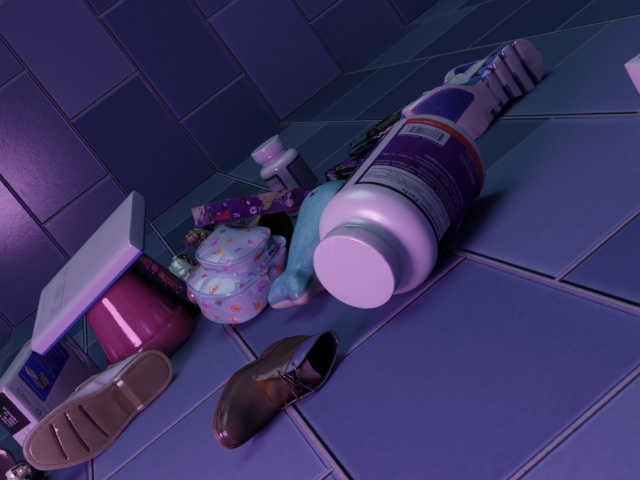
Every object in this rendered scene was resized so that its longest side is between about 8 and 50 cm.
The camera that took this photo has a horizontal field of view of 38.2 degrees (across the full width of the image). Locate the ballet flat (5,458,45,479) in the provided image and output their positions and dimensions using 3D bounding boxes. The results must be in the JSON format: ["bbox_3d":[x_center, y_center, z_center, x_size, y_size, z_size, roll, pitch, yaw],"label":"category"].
[{"bbox_3d":[-0.524,0.434,1.607,0.074,0.074,0.203,-38,15,-3],"label":"ballet flat"}]

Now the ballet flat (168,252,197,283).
[{"bbox_3d":[-0.338,0.074,2.283,0.077,0.079,0.221,-37,15,-2],"label":"ballet flat"}]

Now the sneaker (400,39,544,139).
[{"bbox_3d":[0.292,-0.283,1.880,0.315,0.127,0.182,-34,9,-18],"label":"sneaker"}]

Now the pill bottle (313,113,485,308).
[{"bbox_3d":[0.116,-0.044,1.383,0.181,0.181,0.323,-23,20,42],"label":"pill bottle"}]

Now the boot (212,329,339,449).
[{"bbox_3d":[-0.058,0.192,1.255,0.106,0.082,0.219,-28,15,40],"label":"boot"}]

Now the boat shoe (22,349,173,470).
[{"bbox_3d":[-0.403,0.308,1.663,0.302,0.113,0.103,-33,9,-33],"label":"boat shoe"}]

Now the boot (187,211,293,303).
[{"bbox_3d":[-0.176,0.030,2.026,0.203,0.095,0.262,-30,18,29],"label":"boot"}]

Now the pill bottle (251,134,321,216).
[{"bbox_3d":[-0.079,-0.156,2.196,0.108,0.180,0.108,-34,15,10],"label":"pill bottle"}]

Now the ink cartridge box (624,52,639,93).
[{"bbox_3d":[0.527,-0.238,1.215,0.158,0.092,0.218,-36,13,2],"label":"ink cartridge box"}]

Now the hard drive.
[{"bbox_3d":[-0.469,0.064,1.882,0.319,0.040,0.210,-44,28,18],"label":"hard drive"}]

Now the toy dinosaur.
[{"bbox_3d":[-0.228,-0.016,2.066,0.118,0.064,0.268,-50,-22,3],"label":"toy dinosaur"}]

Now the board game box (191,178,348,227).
[{"bbox_3d":[-0.067,-0.082,1.892,0.347,0.056,0.208,-12,6,-26],"label":"board game box"}]

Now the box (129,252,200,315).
[{"bbox_3d":[-0.387,0.095,2.020,0.159,0.233,0.044,-21,38,45],"label":"box"}]

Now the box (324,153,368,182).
[{"bbox_3d":[0.105,-0.166,1.989,0.162,0.029,0.116,-8,16,35],"label":"box"}]

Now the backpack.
[{"bbox_3d":[-0.158,0.062,1.748,0.166,0.144,0.188,8,50,34],"label":"backpack"}]

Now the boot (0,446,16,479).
[{"bbox_3d":[-0.713,0.487,1.834,0.305,0.112,0.115,-35,4,14],"label":"boot"}]

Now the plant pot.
[{"bbox_3d":[-0.392,0.165,1.922,0.201,0.180,0.201,-34,14,10],"label":"plant pot"}]

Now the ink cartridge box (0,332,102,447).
[{"bbox_3d":[-0.551,0.299,1.879,0.069,0.175,0.371,-35,14,10],"label":"ink cartridge box"}]

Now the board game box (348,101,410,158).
[{"bbox_3d":[0.155,-0.276,2.334,0.186,0.026,0.126,-32,15,17],"label":"board game box"}]

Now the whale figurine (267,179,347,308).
[{"bbox_3d":[0.000,0.000,1.598,0.272,0.141,0.216,-46,17,-30],"label":"whale figurine"}]
